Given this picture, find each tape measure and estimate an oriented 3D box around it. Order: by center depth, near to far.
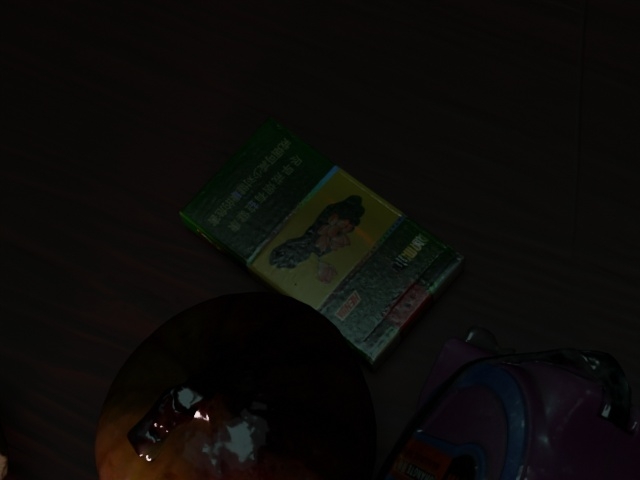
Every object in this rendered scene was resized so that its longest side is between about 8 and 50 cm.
[{"bbox_3d":[0.148,0.193,1.110,0.149,0.231,0.245,30,83,-23],"label":"tape measure"}]

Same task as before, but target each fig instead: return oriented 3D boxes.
[{"bbox_3d":[-0.064,0.156,1.165,0.235,0.214,0.235,8,47,-9],"label":"fig"}]

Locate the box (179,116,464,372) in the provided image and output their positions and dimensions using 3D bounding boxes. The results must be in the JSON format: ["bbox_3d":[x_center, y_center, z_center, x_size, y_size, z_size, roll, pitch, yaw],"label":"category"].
[{"bbox_3d":[0.000,0.000,1.312,0.235,0.034,0.132,36,74,19],"label":"box"}]

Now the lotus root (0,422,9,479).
[{"bbox_3d":[-0.377,0.178,1.215,0.235,0.138,0.119,-16,61,-1],"label":"lotus root"}]
